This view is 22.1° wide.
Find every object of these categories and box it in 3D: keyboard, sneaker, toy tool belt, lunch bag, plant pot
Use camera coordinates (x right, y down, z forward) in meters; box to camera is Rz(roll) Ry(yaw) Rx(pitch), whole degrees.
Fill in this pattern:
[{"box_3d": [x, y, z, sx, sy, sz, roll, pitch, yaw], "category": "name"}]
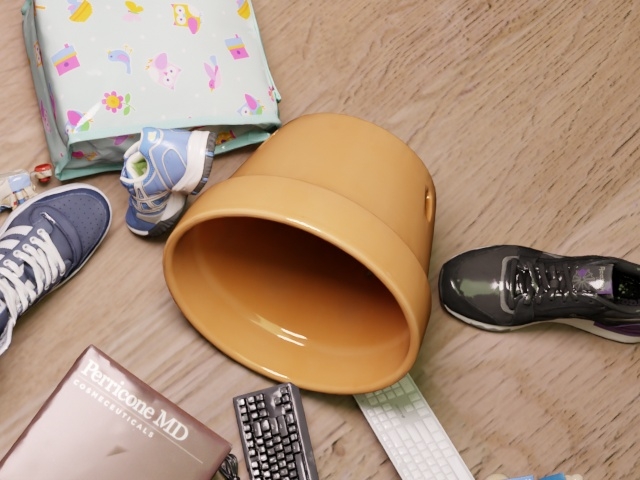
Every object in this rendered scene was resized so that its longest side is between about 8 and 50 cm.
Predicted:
[{"box_3d": [-0.059, 0.252, 1.790, 0.108, 0.023, 0.180, -18, 67, 11], "category": "keyboard"}, {"box_3d": [-0.180, -0.070, 1.779, 0.081, 0.211, 0.080, 15, 60, -16], "category": "sneaker"}, {"box_3d": [-0.336, -0.052, 1.829, 0.083, 0.052, 0.051, -16, 109, -14], "category": "toy tool belt"}, {"box_3d": [0.113, 0.236, 1.803, 0.072, 0.014, 0.256, -21, 53, -14], "category": "keyboard"}, {"box_3d": [0.282, 0.046, 1.897, 0.283, 0.124, 0.107, 6, 73, -11], "category": "sneaker"}, {"box_3d": [-0.186, -0.202, 1.841, 0.262, 0.160, 0.223, -11, 76, -20], "category": "lunch bag"}, {"box_3d": [-0.323, 0.039, 1.734, 0.282, 0.153, 0.099, -36, 107, -17], "category": "sneaker"}, {"box_3d": [0.000, 0.000, 1.782, 0.291, 0.291, 0.203, 29, 53, -4], "category": "plant pot"}]

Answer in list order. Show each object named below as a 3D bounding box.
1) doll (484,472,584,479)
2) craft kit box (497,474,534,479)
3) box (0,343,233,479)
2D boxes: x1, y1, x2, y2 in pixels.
[{"box_3d": [0.266, 0.321, 1.855, 0.189, 0.046, 0.129, 31, 79, 4], "category": "doll"}, {"box_3d": [0.131, 0.395, 1.776, 0.250, 0.061, 0.246, -7, 73, -4], "category": "craft kit box"}, {"box_3d": [-0.277, 0.319, 1.684, 0.191, 0.143, 0.381, 35, 68, -1], "category": "box"}]
